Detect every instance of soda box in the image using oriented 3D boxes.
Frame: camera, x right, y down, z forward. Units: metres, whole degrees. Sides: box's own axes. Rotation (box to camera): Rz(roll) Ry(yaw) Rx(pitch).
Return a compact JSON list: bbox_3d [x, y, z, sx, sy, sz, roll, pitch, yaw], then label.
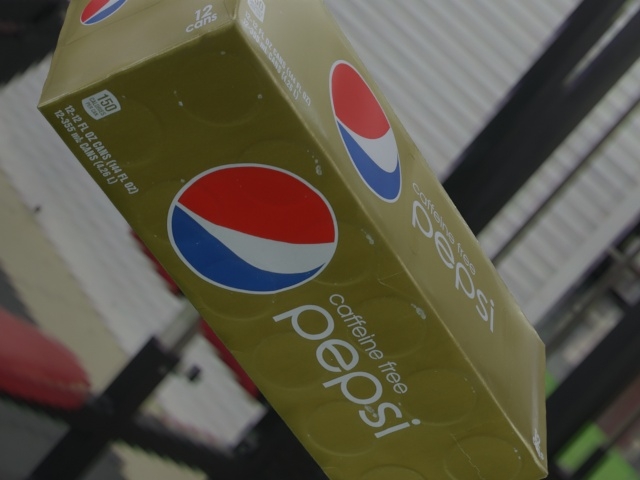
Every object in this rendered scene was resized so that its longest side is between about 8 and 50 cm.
[{"bbox_3d":[0.000,0.000,0.538,0.181,0.061,0.058,54,26,-33],"label":"soda box"}]
